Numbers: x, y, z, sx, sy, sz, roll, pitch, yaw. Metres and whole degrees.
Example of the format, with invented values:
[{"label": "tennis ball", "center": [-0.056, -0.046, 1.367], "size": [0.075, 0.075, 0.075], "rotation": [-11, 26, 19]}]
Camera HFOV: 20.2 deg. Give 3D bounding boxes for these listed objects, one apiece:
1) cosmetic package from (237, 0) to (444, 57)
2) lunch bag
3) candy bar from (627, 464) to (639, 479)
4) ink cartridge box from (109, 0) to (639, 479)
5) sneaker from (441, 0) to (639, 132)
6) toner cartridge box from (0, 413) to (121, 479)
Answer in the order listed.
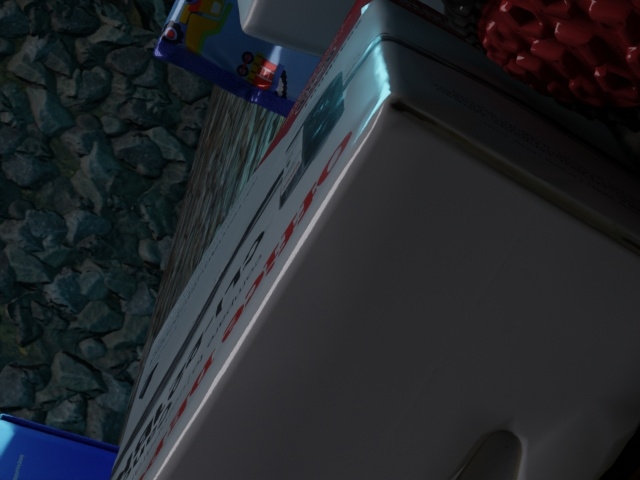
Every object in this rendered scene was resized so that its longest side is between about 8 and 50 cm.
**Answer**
[{"label": "cosmetic package", "center": [0.085, -0.274, 0.862], "size": [0.217, 0.156, 0.385], "rotation": [-105, 35, -72]}, {"label": "lunch bag", "center": [0.013, -0.191, 1.246], "size": [0.221, 0.138, 0.293], "rotation": [-63, -4, 5]}, {"label": "candy bar", "center": [0.083, 0.126, 0.493], "size": [0.040, 0.018, 0.161], "rotation": [111, 172, -49]}, {"label": "ink cartridge box", "center": [0.018, 0.032, 0.637], "size": [0.197, 0.114, 0.273], "rotation": [-59, 8, 13]}, {"label": "sneaker", "center": [0.129, -0.125, 0.540], "size": [0.125, 0.104, 0.262], "rotation": [-60, 7, -28]}, {"label": "toner cartridge box", "center": [-0.068, 0.184, 0.627], "size": [0.348, 0.165, 0.075], "rotation": [-95, 22, -71]}]
